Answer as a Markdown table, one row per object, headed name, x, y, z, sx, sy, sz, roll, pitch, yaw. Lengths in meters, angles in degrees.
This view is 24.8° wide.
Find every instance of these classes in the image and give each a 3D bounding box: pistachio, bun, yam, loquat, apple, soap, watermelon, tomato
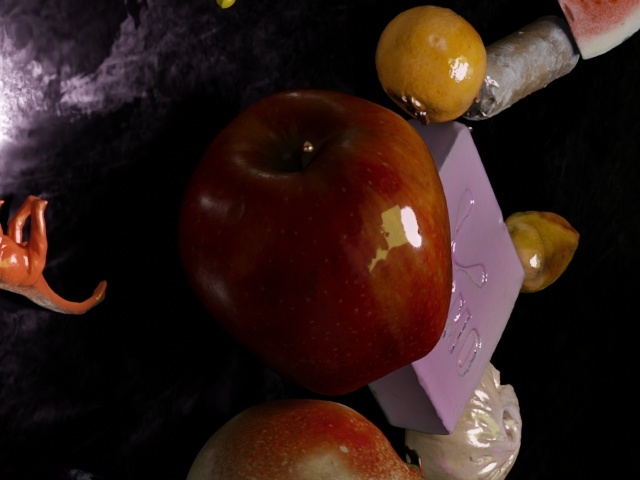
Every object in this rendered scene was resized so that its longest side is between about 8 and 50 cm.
| name | x | y | z | sx | sy | sz | roll | pitch | yaw |
| --- | --- | --- | --- | --- | --- | --- | --- | --- | --- |
| pistachio | 0.294 | 0.019 | 2.047 | 0.189 | 0.100 | 0.110 | -28 | 141 | -59 |
| bun | 0.201 | 0.244 | 1.923 | 0.178 | 0.128 | 0.193 | 55 | 50 | -42 |
| yam | 0.257 | -0.231 | 1.952 | 0.259 | 0.093 | 0.093 | -32 | 121 | -48 |
| loquat | 0.134 | -0.211 | 1.744 | 0.141 | 0.141 | 0.141 | -13 | 107 | -53 |
| apple | 0.000 | 0.000 | 1.471 | 0.288 | 0.288 | 0.317 | -60 | 146 | -30 |
| soap | 0.130 | 0.043 | 1.809 | 0.285 | 0.107 | 0.296 | -61 | 140 | -32 |
| watermelon | 0.389 | -0.414 | 1.994 | 0.226 | 0.148 | 0.318 | 23 | 56 | -49 |
| tomato | -0.020 | 0.325 | 1.522 | 0.239 | 0.303 | 0.303 | -18 | 111 | -36 |

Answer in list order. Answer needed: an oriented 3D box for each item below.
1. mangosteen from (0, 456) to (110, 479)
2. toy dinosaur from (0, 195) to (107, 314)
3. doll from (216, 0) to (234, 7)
| name | x | y | z | sx | sy | sz | roll | pitch | yaw |
| --- | --- | --- | --- | --- | --- | --- | --- | --- | --- |
| mangosteen | -0.252 | 0.301 | 1.232 | 0.243 | 0.243 | 0.243 | -13 | 107 | -53 |
| toy dinosaur | -0.266 | 0.009 | 1.285 | 0.279 | 0.055 | 0.101 | 14 | 94 | -56 |
| doll | -0.043 | -0.325 | 1.505 | 0.099 | 0.135 | 0.241 | 48 | 51 | -13 |
